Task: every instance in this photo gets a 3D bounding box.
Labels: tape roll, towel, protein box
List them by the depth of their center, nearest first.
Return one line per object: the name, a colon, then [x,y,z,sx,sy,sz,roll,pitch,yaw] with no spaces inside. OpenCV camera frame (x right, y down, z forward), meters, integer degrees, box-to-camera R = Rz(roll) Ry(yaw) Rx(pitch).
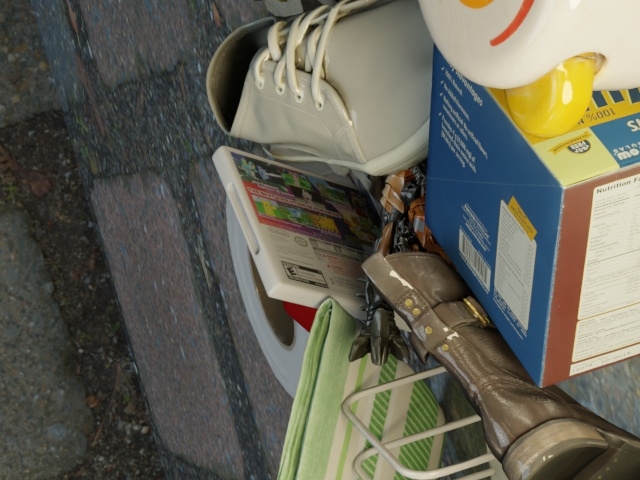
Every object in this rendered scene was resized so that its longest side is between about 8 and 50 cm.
protein box: [0.181,-0.043,1.342,0.201,0.136,0.200,90,157,-43]
towel: [0.041,0.226,1.782,0.325,0.038,0.247,42,-123,-57]
tape roll: [-0.013,0.041,2.093,0.286,0.100,0.286,164,90,-74]

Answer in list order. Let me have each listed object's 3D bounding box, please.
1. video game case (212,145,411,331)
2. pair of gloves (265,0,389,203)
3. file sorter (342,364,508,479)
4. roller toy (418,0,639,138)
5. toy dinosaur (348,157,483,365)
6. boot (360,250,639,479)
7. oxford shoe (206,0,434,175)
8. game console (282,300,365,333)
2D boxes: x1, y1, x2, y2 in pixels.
video game case: [0.000,0.000,1.778,0.023,0.201,0.183,-47,48,28]
pair of gloves: [0.014,-0.175,1.904,0.204,0.042,0.240,38,147,54]
file sorter: [0.142,0.272,1.697,0.193,0.173,0.277,-138,35,-61]
roller toy: [0.153,-0.192,1.197,0.191,0.146,0.209,54,137,44]
toy dinosaur: [0.115,-0.005,1.646,0.322,0.164,0.218,-39,-49,-79]
boot: [0.153,0.105,1.445,0.229,0.091,0.263,53,-169,29]
oxford shoe: [0.016,-0.151,1.645,0.449,0.130,0.169,-2,64,64]
game console: [0.039,0.056,1.903,0.144,0.124,0.085,40,174,24]
